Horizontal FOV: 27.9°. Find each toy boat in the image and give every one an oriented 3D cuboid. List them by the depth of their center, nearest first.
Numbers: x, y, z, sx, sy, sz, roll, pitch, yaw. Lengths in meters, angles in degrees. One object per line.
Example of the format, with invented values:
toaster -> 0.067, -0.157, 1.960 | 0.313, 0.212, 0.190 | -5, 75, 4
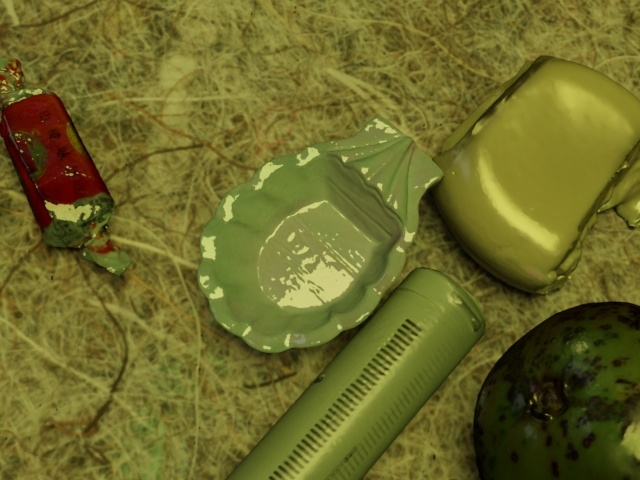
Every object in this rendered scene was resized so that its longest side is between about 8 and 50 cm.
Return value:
toy boat -> 0.000, 0.000, 1.378 | 0.290, 0.100, 0.199 | -43, 79, -12

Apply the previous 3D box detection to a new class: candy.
candy -> -0.290, -0.080, 1.396 | 0.086, 0.059, 0.292 | -23, 75, -19

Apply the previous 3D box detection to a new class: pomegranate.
pomegranate -> 0.324, 0.212, 1.290 | 0.340, 0.285, 0.285 | 27, 63, -34

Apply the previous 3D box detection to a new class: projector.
projector -> 0.031, 0.178, 1.317 | 0.108, 0.108, 0.337 | 40, 69, 8

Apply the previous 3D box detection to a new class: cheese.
cheese -> 0.257, -0.073, 1.438 | 0.233, 0.127, 0.266 | 41, 72, 5
